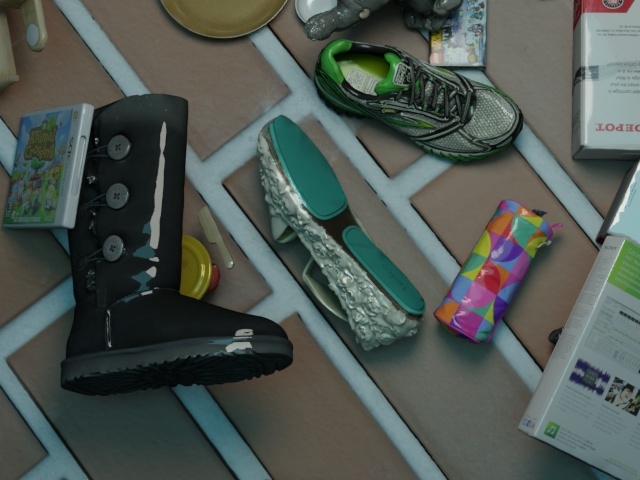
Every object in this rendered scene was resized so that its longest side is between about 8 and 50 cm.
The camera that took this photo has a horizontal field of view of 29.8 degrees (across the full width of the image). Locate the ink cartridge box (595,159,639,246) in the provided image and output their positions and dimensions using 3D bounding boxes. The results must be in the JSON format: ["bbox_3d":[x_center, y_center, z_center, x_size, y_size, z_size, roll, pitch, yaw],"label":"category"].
[{"bbox_3d":[0.532,-0.024,1.831,0.176,0.128,0.127,26,85,6],"label":"ink cartridge box"}]

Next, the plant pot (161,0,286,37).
[{"bbox_3d":[-0.156,-0.445,1.987,0.236,0.032,0.237,0,83,4],"label":"plant pot"}]

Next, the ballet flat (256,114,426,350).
[{"bbox_3d":[0.000,0.000,1.875,0.147,0.147,0.409,-35,81,-1],"label":"ballet flat"}]

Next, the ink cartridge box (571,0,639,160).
[{"bbox_3d":[0.496,-0.262,1.871,0.196,0.114,0.273,2,82,4],"label":"ink cartridge box"}]

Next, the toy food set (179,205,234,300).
[{"bbox_3d":[-0.224,0.064,1.905,0.218,0.071,0.128,-38,66,5],"label":"toy food set"}]

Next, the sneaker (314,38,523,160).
[{"bbox_3d":[0.148,-0.219,1.877,0.343,0.146,0.134,16,84,6],"label":"sneaker"}]

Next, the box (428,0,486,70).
[{"bbox_3d":[0.222,-0.345,1.946,0.093,0.027,0.137,0,83,5],"label":"box"}]

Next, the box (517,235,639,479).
[{"bbox_3d":[0.457,0.185,1.783,0.232,0.058,0.322,28,86,-20],"label":"box"}]

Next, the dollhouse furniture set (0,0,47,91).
[{"bbox_3d":[-0.646,-0.323,1.842,0.303,0.355,0.174,-20,78,41],"label":"dollhouse furniture set"}]

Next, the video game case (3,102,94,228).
[{"bbox_3d":[-0.432,-0.114,1.900,0.023,0.212,0.194,14,82,-38],"label":"video game case"}]

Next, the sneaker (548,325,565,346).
[{"bbox_3d":[0.392,0.215,1.853,0.077,0.072,0.178,-7,83,27],"label":"sneaker"}]

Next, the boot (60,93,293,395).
[{"bbox_3d":[-0.222,-0.010,1.821,0.366,0.146,0.445,-7,67,15],"label":"boot"}]

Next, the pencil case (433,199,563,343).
[{"bbox_3d":[0.271,0.048,1.859,0.104,0.104,0.236,33,88,8],"label":"pencil case"}]

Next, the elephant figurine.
[{"bbox_3d":[0.097,-0.407,1.844,0.239,0.169,0.186,2,69,-37],"label":"elephant figurine"}]

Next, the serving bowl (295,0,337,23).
[{"bbox_3d":[0.001,-0.385,1.969,0.083,0.027,0.083,0,83,4],"label":"serving bowl"}]
